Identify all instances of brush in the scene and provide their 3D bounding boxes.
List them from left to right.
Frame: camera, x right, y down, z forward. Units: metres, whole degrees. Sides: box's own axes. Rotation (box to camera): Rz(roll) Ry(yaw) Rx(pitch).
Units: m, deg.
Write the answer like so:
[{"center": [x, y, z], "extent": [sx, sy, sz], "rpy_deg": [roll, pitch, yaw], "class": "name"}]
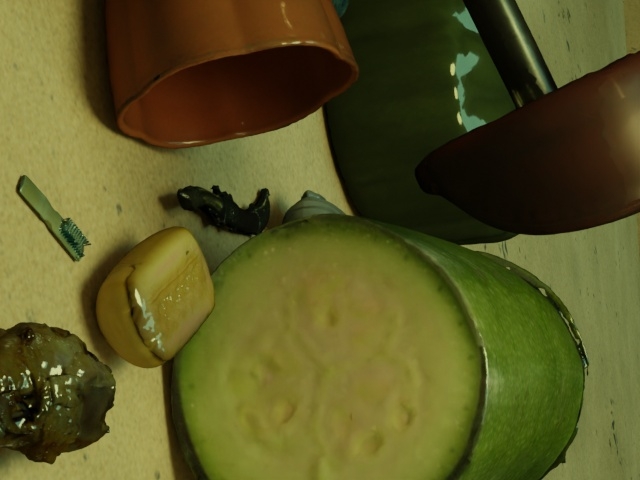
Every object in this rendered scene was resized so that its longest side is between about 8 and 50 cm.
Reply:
[{"center": [-0.182, -0.015, 1.058], "extent": [0.083, 0.013, 0.016], "rpy_deg": [56, 33, -45], "class": "brush"}]

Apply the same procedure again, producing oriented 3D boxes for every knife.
[{"center": [-0.081, -0.024, 1.314], "extent": [0.222, 0.021, 0.045], "rpy_deg": [-2, 84, -73], "class": "knife"}]

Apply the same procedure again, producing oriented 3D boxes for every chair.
[{"center": [0.113, -0.191, 1.113], "extent": [0.401, 0.227, 0.226], "rpy_deg": [64, 21, 2], "class": "chair"}]

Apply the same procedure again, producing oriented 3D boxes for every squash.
[{"center": [0.065, 0.119, 1.305], "extent": [0.384, 0.263, 0.263], "rpy_deg": [11, 71, -69], "class": "squash"}]

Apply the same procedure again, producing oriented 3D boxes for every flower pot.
[{"center": [-0.080, -0.184, 1.182], "extent": [0.191, 0.191, 0.173], "rpy_deg": [19, 55, -67], "class": "flower pot"}]

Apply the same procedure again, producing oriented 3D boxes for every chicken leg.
[{"center": [-0.194, 0.095, 0.920], "extent": [0.198, 0.069, 0.084], "rpy_deg": [-8, 112, -63], "class": "chicken leg"}]

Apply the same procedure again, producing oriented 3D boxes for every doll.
[{"center": [0.000, 0.000, 1.454], "extent": [0.180, 0.079, 0.094], "rpy_deg": [16, 65, -80], "class": "doll"}]

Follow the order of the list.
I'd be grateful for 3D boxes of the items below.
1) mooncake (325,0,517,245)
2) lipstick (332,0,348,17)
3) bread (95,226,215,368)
[{"center": [0.134, -0.164, 1.719], "extent": [0.351, 0.187, 0.351], "rpy_deg": [-7, 90, -69], "class": "mooncake"}, {"center": [-0.035, -0.225, 1.480], "extent": [0.234, 0.053, 0.053], "rpy_deg": [-33, 112, -66], "class": "lipstick"}, {"center": [-0.124, 0.042, 1.123], "extent": [0.082, 0.056, 0.115], "rpy_deg": [68, 29, -22], "class": "bread"}]
